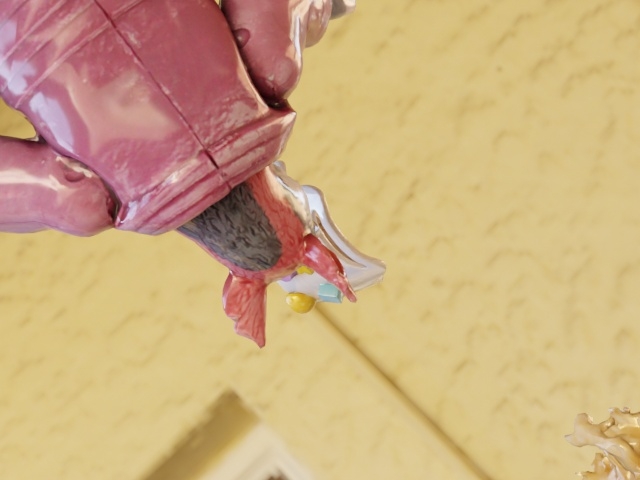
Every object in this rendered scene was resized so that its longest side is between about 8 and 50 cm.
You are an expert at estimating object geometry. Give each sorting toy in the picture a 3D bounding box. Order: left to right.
[{"bbox_3d":[0.000,0.000,0.876,0.045,0.083,0.075,-46,11,-23],"label":"sorting toy"}]

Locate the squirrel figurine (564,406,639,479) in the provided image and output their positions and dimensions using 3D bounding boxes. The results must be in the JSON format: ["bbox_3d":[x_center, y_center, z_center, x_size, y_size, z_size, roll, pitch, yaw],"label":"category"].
[{"bbox_3d":[0.266,0.188,0.674,0.397,0.281,0.370,45,-133,-34],"label":"squirrel figurine"}]

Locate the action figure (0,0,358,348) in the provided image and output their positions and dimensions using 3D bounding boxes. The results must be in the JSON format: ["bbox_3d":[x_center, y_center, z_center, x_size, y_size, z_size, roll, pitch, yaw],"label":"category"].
[{"bbox_3d":[-0.097,-0.118,0.735,0.248,0.370,0.276,-41,5,-13],"label":"action figure"}]
